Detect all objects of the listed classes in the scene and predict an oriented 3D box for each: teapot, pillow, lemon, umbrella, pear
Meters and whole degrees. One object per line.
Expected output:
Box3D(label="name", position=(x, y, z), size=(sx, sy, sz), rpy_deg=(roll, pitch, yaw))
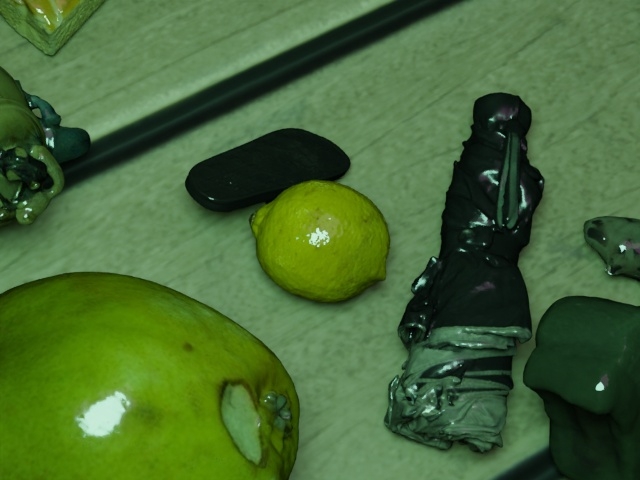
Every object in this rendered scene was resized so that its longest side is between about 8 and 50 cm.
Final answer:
Box3D(label="teapot", position=(-0.307, -0.069, 1.288), size=(0.182, 0.173, 0.269), rpy_deg=(15, 19, 34))
Box3D(label="pillow", position=(0.364, 0.029, 1.451), size=(0.241, 0.051, 0.093), rpy_deg=(8, 66, -9))
Box3D(label="lemon", position=(0.000, 0.000, 1.369), size=(0.133, 0.109, 0.109), rpy_deg=(23, 65, 1))
Box3D(label="umbrella", position=(0.140, 0.017, 1.388), size=(0.113, 0.106, 0.358), rpy_deg=(13, 65, 2))
Box3D(label="pear", position=(-0.177, 0.151, 1.200), size=(0.321, 0.269, 0.269), rpy_deg=(-11, 68, 5))

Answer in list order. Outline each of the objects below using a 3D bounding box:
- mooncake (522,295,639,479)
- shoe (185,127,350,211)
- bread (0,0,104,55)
Box3D(label="mooncake", position=(0.240, 0.132, 1.324), size=(0.104, 0.175, 0.168), rpy_deg=(7, 19, 28))
Box3D(label="shoe", position=(-0.054, -0.054, 1.414), size=(0.179, 0.049, 0.071), rpy_deg=(-20, 58, -41))
Box3D(label="bread", position=(-0.246, -0.282, 1.470), size=(0.125, 0.068, 0.188), rpy_deg=(35, 66, 7))
